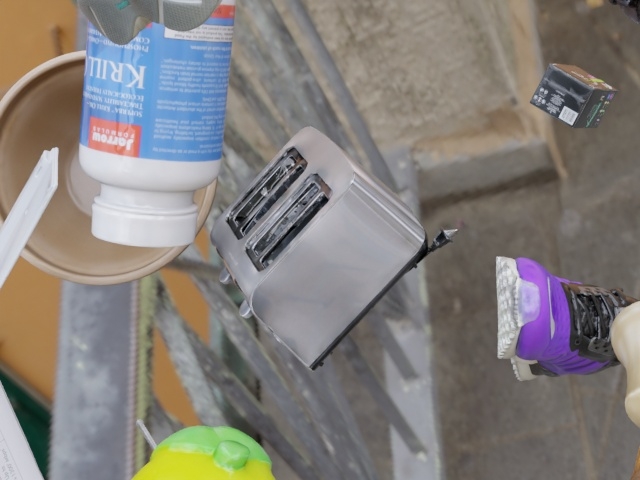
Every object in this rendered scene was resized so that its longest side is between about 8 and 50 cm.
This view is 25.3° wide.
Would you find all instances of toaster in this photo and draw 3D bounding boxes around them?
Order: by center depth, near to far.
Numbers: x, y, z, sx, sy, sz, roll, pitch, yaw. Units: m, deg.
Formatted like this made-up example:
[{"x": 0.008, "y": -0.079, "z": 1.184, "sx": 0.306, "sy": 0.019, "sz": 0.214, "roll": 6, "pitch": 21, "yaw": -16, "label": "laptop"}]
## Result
[{"x": 0.000, "y": 0.000, "z": 1.284, "sx": 0.186, "sy": 0.110, "sz": 0.168, "roll": -47, "pitch": 28, "yaw": 5, "label": "toaster"}]

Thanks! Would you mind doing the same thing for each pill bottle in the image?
[{"x": -0.142, "y": -0.111, "z": 1.219, "sx": 0.124, "sy": 0.124, "sz": 0.222, "roll": 11, "pitch": 102, "yaw": 28, "label": "pill bottle"}]

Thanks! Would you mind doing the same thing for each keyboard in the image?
[{"x": -0.296, "y": 0.032, "z": 1.297, "sx": 0.256, "sy": 0.014, "sz": 0.072, "roll": -56, "pitch": 30, "yaw": 24, "label": "keyboard"}]

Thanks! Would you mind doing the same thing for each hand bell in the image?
[{"x": 0.279, "y": 0.177, "z": 1.202, "sx": 0.126, "sy": 0.126, "sz": 0.242, "roll": 6, "pitch": 47, "yaw": 25, "label": "hand bell"}]

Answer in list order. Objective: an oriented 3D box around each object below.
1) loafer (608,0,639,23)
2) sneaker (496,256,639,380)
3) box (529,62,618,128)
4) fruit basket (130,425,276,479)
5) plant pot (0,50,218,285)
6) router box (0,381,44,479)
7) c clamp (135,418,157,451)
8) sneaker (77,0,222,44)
[{"x": 0.284, "y": -0.287, "z": 1.431, "sx": 0.095, "sy": 0.109, "sz": 0.303, "roll": -22, "pitch": 43, "yaw": 2, "label": "loafer"}, {"x": 0.257, "y": 0.076, "z": 1.437, "sx": 0.146, "sy": 0.293, "sz": 0.102, "roll": -3, "pitch": 77, "yaw": 13, "label": "sneaker"}, {"x": 0.284, "y": -0.161, "z": 1.600, "sx": 0.062, "sy": 0.083, "sz": 0.052, "roll": 35, "pitch": 111, "yaw": 23, "label": "box"}, {"x": -0.133, "y": 0.313, "z": 0.971, "sx": 0.282, "sy": 0.392, "sz": 0.392, "roll": -9, "pitch": 57, "yaw": 25, "label": "fruit basket"}, {"x": -0.220, "y": -0.071, "z": 1.472, "sx": 0.237, "sy": 0.110, "sz": 0.237, "roll": 0, "pitch": 87, "yaw": 1, "label": "plant pot"}, {"x": -0.285, "y": 0.066, "z": 0.551, "sx": 0.082, "sy": 0.336, "sz": 0.301, "roll": 6, "pitch": 33, "yaw": 41, "label": "router box"}, {"x": -0.077, "y": 0.219, "z": 1.249, "sx": 0.022, "sy": 0.160, "sz": 0.137, "roll": -52, "pitch": 36, "yaw": 14, "label": "c clamp"}, {"x": -0.097, "y": -0.162, "z": 0.881, "sx": 0.061, "sy": 0.054, "sz": 0.152, "roll": -48, "pitch": 26, "yaw": -21, "label": "sneaker"}]
